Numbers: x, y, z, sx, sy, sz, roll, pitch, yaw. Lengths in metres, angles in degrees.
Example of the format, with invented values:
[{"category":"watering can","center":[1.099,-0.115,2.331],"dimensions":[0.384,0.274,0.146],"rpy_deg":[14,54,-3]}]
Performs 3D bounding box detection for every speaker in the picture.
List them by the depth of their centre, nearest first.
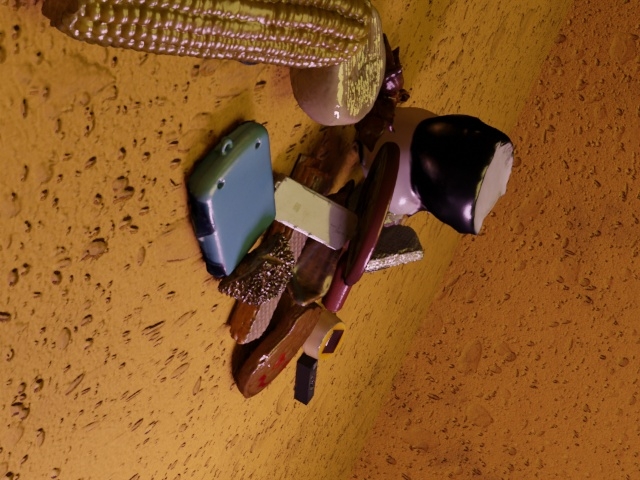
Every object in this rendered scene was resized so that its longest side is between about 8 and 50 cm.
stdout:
[{"category":"speaker","center":[-0.039,0.374,2.117],"dimensions":[0.040,0.046,0.191],"rpy_deg":[-50,158,-36]}]

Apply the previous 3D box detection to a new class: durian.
[{"category":"durian","center":[-0.101,0.059,1.374],"dimensions":[0.148,0.091,0.188],"rpy_deg":[-47,-164,-8]}]

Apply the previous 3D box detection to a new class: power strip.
[{"category":"power strip","center":[-0.023,-0.053,1.426],"dimensions":[0.226,0.029,0.080],"rpy_deg":[27,98,-36]}]

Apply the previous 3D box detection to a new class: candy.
[{"category":"candy","center":[0.000,0.000,1.605],"dimensions":[0.272,0.101,0.143],"rpy_deg":[-66,-167,-2]}]

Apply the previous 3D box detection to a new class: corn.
[{"category":"corn","center":[-0.100,-0.240,0.781],"dimensions":[0.344,0.131,0.131],"rpy_deg":[-7,127,-36]}]

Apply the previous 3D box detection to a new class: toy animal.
[{"category":"toy animal","center":[0.233,-0.170,1.674],"dimensions":[0.251,0.309,0.251],"rpy_deg":[-42,144,-42]}]

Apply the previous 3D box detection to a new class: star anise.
[{"category":"star anise","center":[0.118,-0.290,1.514],"dimensions":[0.212,0.111,0.196],"rpy_deg":[-59,169,-37]}]

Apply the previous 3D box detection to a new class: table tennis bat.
[{"category":"table tennis bat","center":[0.081,-0.011,1.564],"dimensions":[0.268,0.051,0.415],"rpy_deg":[-80,-172,-48]}]

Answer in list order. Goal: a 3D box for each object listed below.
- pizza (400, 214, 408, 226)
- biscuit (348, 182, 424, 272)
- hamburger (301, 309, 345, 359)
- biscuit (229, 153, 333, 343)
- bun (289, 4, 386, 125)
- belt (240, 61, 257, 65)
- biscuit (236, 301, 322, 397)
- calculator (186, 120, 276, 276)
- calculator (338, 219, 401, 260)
[{"category":"pizza","center":[0.206,-0.074,2.171],"dimensions":[0.262,0.034,0.181],"rpy_deg":[-42,153,-45]},{"category":"biscuit","center":[0.129,-0.040,1.761],"dimensions":[0.046,0.147,0.250],"rpy_deg":[87,-11,-47]},{"category":"hamburger","center":[0.006,0.237,1.994],"dimensions":[0.141,0.081,0.127],"rpy_deg":[-14,128,-51]},{"category":"biscuit","center":[-0.076,0.021,1.505],"dimensions":[0.379,0.054,0.094],"rpy_deg":[-66,162,9]},{"category":"bun","center":[0.020,-0.284,1.237],"dimensions":[0.178,0.127,0.193],"rpy_deg":[-43,142,-47]},{"category":"belt","center":[-0.064,-0.323,0.943],"dimensions":[0.231,0.126,0.139],"rpy_deg":[-62,160,-4]},{"category":"biscuit","center":[-0.085,0.237,1.709],"dimensions":[0.257,0.049,0.273],"rpy_deg":[-50,170,-6]},{"category":"calculator","center":[-0.135,-0.059,1.236],"dimensions":[0.173,0.051,0.293],"rpy_deg":[-51,159,-28]},{"category":"calculator","center":[0.133,-0.036,1.981],"dimensions":[0.294,0.043,0.194],"rpy_deg":[-14,128,-58]}]
